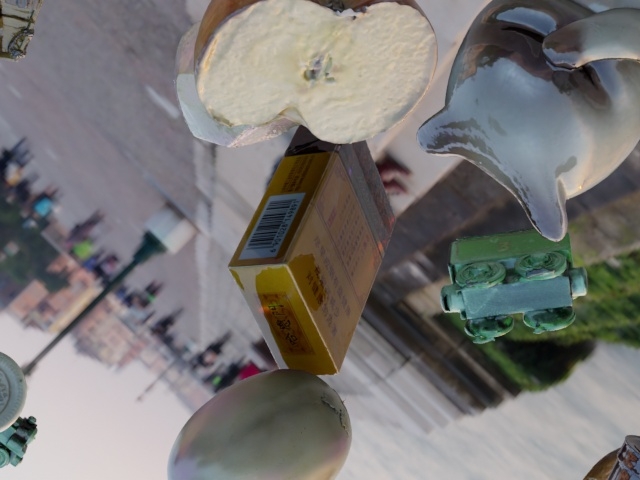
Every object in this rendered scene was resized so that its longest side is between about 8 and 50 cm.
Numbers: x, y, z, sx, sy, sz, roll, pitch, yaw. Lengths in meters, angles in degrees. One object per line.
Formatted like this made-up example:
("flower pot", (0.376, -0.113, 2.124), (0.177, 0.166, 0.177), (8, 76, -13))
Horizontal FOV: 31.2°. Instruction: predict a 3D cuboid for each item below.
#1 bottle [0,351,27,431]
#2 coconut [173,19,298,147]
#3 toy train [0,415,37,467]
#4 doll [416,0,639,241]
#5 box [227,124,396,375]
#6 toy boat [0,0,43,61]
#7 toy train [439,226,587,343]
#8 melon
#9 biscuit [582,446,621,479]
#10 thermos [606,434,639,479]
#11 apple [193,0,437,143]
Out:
("bottle", (-0.432, 0.193, 1.424), (0.104, 0.104, 0.245), (46, 158, -9))
("coconut", (-0.130, -0.264, 1.914), (0.233, 0.245, 0.233), (21, 118, 47))
("toy train", (-0.552, 0.298, 1.898), (0.178, 0.104, 0.071), (41, -179, -11))
("doll", (0.277, -0.210, 1.142), (0.215, 0.370, 0.226), (37, 162, 14))
("box", (0.001, 0.000, 1.978), (0.115, 0.415, 0.264), (-6, 129, 26))
("toy boat", (-0.378, -0.329, 1.457), (0.064, 0.206, 0.072), (10, -159, -23))
("toy train", (0.325, 0.067, 1.927), (0.188, 0.243, 0.132), (-71, -30, -61))
("melon", (-0.090, 0.327, 1.798), (0.223, 0.317, 0.223), (34, 136, 40))
("biscuit", (0.370, 0.327, 1.422), (0.033, 0.224, 0.144), (12, 128, 57))
("thermos", (0.274, 0.302, 1.041), (0.124, 0.232, 0.099), (19, -170, -14))
("apple", (-0.014, -0.261, 1.427), (0.251, 0.293, 0.163), (122, 147, -44))
